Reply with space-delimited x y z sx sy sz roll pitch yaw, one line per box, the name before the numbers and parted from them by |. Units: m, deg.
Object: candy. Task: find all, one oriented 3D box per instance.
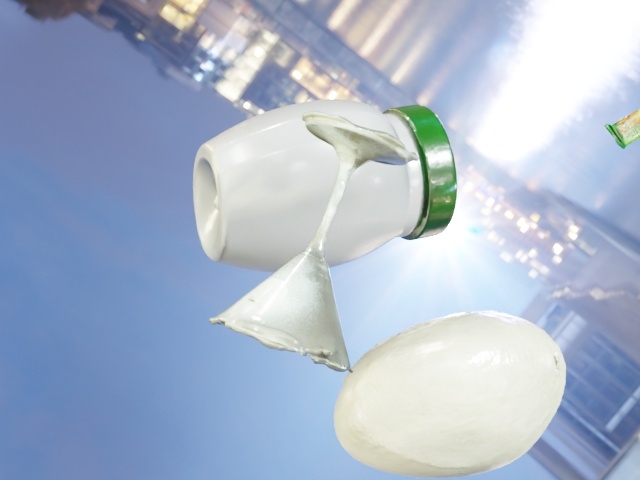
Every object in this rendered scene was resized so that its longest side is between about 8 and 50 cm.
candy | 0.159 0.197 1.185 0.295 0.296 0.185 22 -136 -59

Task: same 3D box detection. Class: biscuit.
biscuit | 0.458 -0.169 1.390 0.046 0.089 0.016 54 -161 -13

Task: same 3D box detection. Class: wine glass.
wine glass | 0.000 0.000 0.960 0.156 0.232 0.156 20 174 2

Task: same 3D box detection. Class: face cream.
face cream | 0.002 -0.079 1.452 0.357 0.312 0.219 -9 -119 -19
